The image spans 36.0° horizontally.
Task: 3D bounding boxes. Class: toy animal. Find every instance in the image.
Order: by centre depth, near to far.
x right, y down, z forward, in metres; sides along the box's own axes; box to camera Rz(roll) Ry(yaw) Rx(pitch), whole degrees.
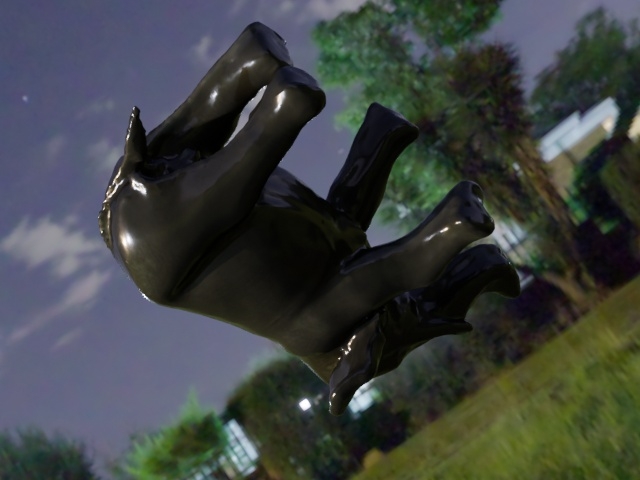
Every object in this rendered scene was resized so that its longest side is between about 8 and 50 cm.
[{"bbox_3d":[0.000,-0.002,0.505,0.146,0.245,0.114,-52,24,17],"label":"toy animal"}]
